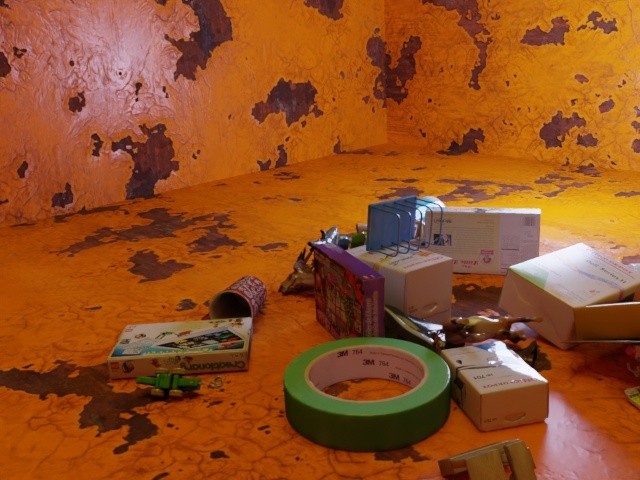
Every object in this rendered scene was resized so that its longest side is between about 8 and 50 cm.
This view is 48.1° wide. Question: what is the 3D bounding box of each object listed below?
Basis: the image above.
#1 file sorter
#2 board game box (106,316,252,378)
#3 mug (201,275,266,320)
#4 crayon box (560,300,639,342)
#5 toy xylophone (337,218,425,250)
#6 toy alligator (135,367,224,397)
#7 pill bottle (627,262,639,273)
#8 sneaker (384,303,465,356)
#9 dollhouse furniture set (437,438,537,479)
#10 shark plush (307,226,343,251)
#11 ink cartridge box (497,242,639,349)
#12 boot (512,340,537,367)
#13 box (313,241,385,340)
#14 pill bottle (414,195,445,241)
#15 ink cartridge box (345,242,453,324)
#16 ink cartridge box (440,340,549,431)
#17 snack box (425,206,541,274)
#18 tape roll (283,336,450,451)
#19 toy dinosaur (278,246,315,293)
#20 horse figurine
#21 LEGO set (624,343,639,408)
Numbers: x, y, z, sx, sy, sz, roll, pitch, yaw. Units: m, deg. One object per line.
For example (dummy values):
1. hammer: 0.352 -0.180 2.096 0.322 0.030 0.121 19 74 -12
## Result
1. file sorter: 0.210 -0.033 1.774 0.170 0.118 0.104 -14 24 -40
2. board game box: -0.312 0.242 1.642 0.305 0.053 0.193 -3 16 -1
3. mug: -0.219 0.154 1.824 0.150 0.113 0.169 2 14 11
4. crayon box: 0.676 0.164 1.482 0.318 0.081 0.202 -1 -7 -33
5. toy xylophone: 0.172 0.005 2.088 0.322 0.236 0.081 -5 49 -20
6. toy alligator: -0.284 0.295 1.476 0.189 0.056 0.051 0 -23 9
7. pill bottle: 0.879 0.095 1.828 0.180 0.108 0.108 -3 17 0
8. sneaker: 0.210 0.204 1.621 0.118 0.083 0.222 -12 36 -45
9. dollhouse furniture set: 0.269 0.387 1.114 0.144 0.123 0.151 -10 -17 -21
10. shark plush: 0.000 0.000 1.913 0.073 0.067 0.161 11 10 38
11. ink cartridge box: 0.627 0.116 1.718 0.353 0.119 0.207 -14 34 -34
12. boot: 0.408 0.242 1.557 0.114 0.037 0.106 0 14 24
13. box: 0.062 0.139 1.664 0.057 0.201 0.293 -9 17 -20
14. pill bottle: 0.289 -0.050 2.338 0.264 0.146 0.146 -20 24 -41
15. ink cartridge box: 0.188 0.113 1.780 0.171 0.168 0.232 -14 20 -37
16. ink cartridge box: 0.330 0.275 1.379 0.139 0.082 0.191 -7 16 -12
17. snack box: 0.464 0.001 2.069 0.321 0.187 0.060 3 18 16
18. tape roll: 0.089 0.287 1.389 0.321 0.077 0.321 -2 17 1
19. toy dinosaur: 0.039 0.087 1.988 0.295 0.127 0.200 -2 9 -15
20. horse figurine: 0.340 0.192 1.523 0.263 0.066 0.174 -2 -10 -15
21. LEGO set: 0.643 0.258 1.293 0.107 0.132 0.287 -12 -4 -12
